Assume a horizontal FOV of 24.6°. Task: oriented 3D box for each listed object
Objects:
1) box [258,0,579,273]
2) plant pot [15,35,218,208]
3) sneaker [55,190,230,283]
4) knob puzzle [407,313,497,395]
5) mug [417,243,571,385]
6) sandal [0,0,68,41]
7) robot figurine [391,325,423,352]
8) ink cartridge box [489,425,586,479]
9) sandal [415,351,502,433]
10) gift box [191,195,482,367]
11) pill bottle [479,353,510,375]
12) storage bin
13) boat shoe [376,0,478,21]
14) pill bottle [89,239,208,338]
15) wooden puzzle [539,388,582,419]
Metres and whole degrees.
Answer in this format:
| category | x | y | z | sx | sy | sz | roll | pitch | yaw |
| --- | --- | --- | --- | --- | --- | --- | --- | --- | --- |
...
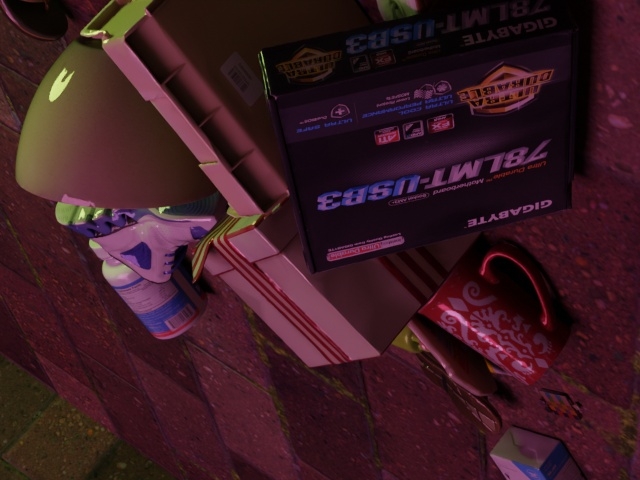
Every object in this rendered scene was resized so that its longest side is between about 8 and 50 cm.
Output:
| category | x | y | z | sx | sy | sz | roll | pitch | yaw |
| --- | --- | --- | --- | --- | --- | --- | --- | --- | --- |
| box | 0.105 | -0.103 | 1.458 | 0.293 | 0.295 | 0.073 | 79 | 178 | -54 |
| plant pot | -0.269 | -0.175 | 1.977 | 0.284 | 0.284 | 0.191 | 21 | 116 | 40 |
| sneaker | -0.237 | -0.028 | 2.278 | 0.315 | 0.127 | 0.182 | -4 | 145 | 31 |
| knob puzzle | 0.164 | 0.136 | 1.930 | 0.213 | 0.030 | 0.213 | 47 | -162 | -20 |
| mug | 0.224 | 0.092 | 1.824 | 0.169 | 0.113 | 0.150 | 38 | 159 | -1 |
| sandal | -0.424 | -0.375 | 2.071 | 0.060 | 0.090 | 0.219 | -10 | 121 | 35 |
| robot figurine | 0.119 | 0.120 | 2.093 | 0.115 | 0.067 | 0.101 | 20 | 161 | 42 |
| ink cartridge box | 0.343 | 0.366 | 2.194 | 0.104 | 0.060 | 0.180 | 10 | 142 | 51 |
| sandal | 0.208 | 0.209 | 2.150 | 0.180 | 0.049 | 0.072 | 44 | 157 | 35 |
| gift box | 0.000 | 0.000 | 1.812 | 0.258 | 0.276 | 0.255 | 47 | 152 | -10 |
| pill bottle | 0.251 | 0.160 | 1.987 | 0.083 | 0.043 | 0.043 | 5 | 138 | 55 |
| storage bin | -0.081 | -0.200 | 1.585 | 0.123 | 0.260 | 0.262 | -1 | 133 | 54 |
| boat shoe | 0.095 | -0.243 | 1.430 | 0.096 | 0.098 | 0.277 | 25 | 154 | 33 |
| pill bottle | -0.308 | 0.059 | 2.597 | 0.124 | 0.124 | 0.221 | 8 | 140 | 53 |
| wooden puzzle | 0.332 | 0.226 | 2.027 | 0.083 | 0.006 | 0.049 | 8 | 141 | 53 |
